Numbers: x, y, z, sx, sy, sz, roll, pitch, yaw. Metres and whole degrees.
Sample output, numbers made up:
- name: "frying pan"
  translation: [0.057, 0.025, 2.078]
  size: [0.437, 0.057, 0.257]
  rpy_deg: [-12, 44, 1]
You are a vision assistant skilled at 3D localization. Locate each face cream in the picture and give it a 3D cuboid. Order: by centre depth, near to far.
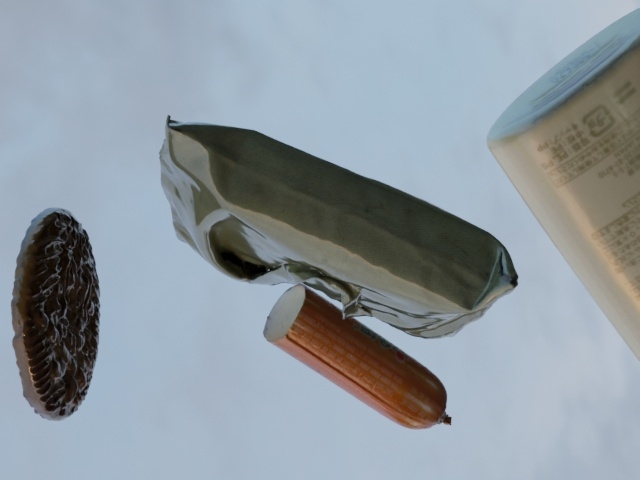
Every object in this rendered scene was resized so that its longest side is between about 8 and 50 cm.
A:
- name: "face cream"
  translation: [0.283, 0.006, 1.298]
  size: [0.348, 0.173, 0.081]
  rpy_deg: [52, 177, -19]

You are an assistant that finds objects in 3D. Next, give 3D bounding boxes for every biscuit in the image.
- name: "biscuit"
  translation: [-0.226, 0.064, 1.522]
  size: [0.188, 0.027, 0.188]
  rpy_deg: [-1, -90, -79]

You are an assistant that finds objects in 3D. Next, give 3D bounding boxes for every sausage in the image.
- name: "sausage"
  translation: [0.050, 0.132, 1.818]
  size: [0.234, 0.071, 0.071]
  rpy_deg: [34, -139, -24]

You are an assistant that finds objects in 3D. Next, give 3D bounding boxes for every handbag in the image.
- name: "handbag"
  translation: [0.003, 0.002, 1.521]
  size: [0.253, 0.315, 0.109]
  rpy_deg: [114, 178, -76]
